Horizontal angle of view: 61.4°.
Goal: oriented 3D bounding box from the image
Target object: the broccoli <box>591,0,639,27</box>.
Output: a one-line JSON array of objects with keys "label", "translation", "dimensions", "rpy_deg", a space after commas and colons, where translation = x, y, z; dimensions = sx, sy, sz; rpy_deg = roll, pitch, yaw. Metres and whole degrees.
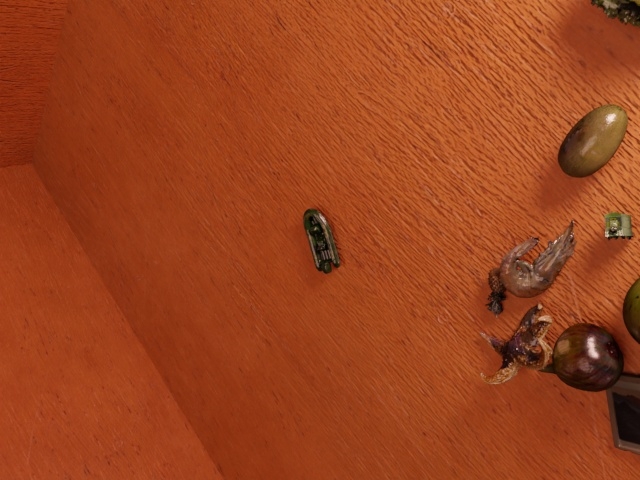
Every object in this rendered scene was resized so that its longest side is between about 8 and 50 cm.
[{"label": "broccoli", "translation": [0.592, -0.464, 0.934], "dimensions": [0.226, 0.176, 0.198], "rpy_deg": [-2, 130, 11]}]

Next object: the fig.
[{"label": "fig", "translation": [0.559, 0.276, 1.235], "dimensions": [0.245, 0.149, 0.149], "rpy_deg": [-34, 80, 54]}]

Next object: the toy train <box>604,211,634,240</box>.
[{"label": "toy train", "translation": [0.614, -0.029, 1.109], "dimensions": [0.038, 0.093, 0.057], "rpy_deg": [-4, 87, 43]}]

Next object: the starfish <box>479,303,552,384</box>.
[{"label": "starfish", "translation": [0.472, 0.257, 1.304], "dimensions": [0.071, 0.216, 0.238], "rpy_deg": [30, 102, -12]}]

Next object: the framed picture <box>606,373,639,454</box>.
[{"label": "framed picture", "translation": [0.752, 0.386, 1.143], "dimensions": [0.265, 0.018, 0.192], "rpy_deg": [-4, 102, 50]}]

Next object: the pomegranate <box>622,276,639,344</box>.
[{"label": "pomegranate", "translation": [0.686, 0.170, 1.064], "dimensions": [0.189, 0.159, 0.241], "rpy_deg": [36, 129, 28]}]

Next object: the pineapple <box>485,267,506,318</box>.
[{"label": "pineapple", "translation": [0.443, 0.130, 1.344], "dimensions": [0.058, 0.058, 0.125], "rpy_deg": [18, 128, 36]}]

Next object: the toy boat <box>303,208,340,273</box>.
[{"label": "toy boat", "translation": [0.000, 0.000, 1.682], "dimensions": [0.104, 0.052, 0.211], "rpy_deg": [-13, 95, 45]}]

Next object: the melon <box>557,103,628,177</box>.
[{"label": "melon", "translation": [0.556, -0.203, 1.101], "dimensions": [0.099, 0.099, 0.162], "rpy_deg": [44, 124, 23]}]

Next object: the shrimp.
[{"label": "shrimp", "translation": [0.500, 0.037, 1.241], "dimensions": [0.126, 0.047, 0.224], "rpy_deg": [29, 117, 5]}]
